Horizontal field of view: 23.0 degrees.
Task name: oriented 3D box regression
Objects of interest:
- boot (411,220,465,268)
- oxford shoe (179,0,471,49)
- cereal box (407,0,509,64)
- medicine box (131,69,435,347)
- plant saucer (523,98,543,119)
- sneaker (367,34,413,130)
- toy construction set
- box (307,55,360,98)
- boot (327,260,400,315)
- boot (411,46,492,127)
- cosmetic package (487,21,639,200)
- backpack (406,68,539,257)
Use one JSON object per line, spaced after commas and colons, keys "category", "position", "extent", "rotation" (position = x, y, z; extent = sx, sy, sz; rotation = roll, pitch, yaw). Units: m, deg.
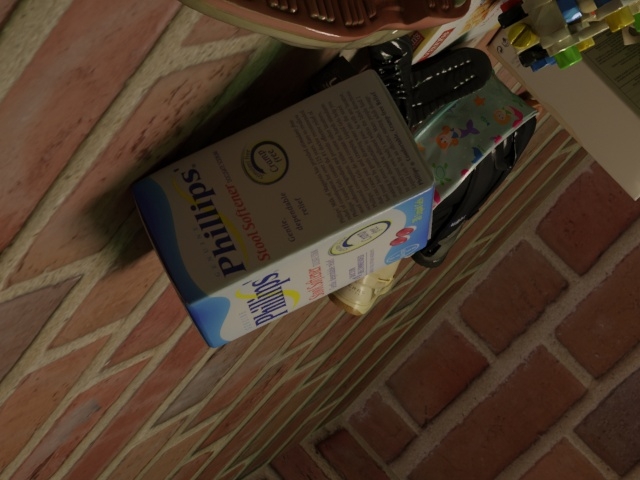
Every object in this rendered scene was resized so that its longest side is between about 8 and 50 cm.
{"category": "boot", "position": [0.228, -0.079, 2.573], "extent": [0.161, 0.083, 0.247], "rotation": [113, 2, -63]}
{"category": "oxford shoe", "position": [-0.024, -0.207, 1.300], "extent": [0.146, 0.141, 0.397], "rotation": [-19, 171, 34]}
{"category": "cereal box", "position": [0.201, -0.307, 1.905], "extent": [0.240, 0.047, 0.173], "rotation": [-30, 166, -49]}
{"category": "medicine box", "position": [-0.035, -0.026, 1.722], "extent": [0.289, 0.149, 0.263], "rotation": [-27, 167, -4]}
{"category": "plant saucer", "position": [0.310, -0.181, 2.777], "extent": [0.200, 0.037, 0.200], "rotation": [-42, 168, -11]}
{"category": "sneaker", "position": [0.085, -0.171, 1.832], "extent": [0.051, 0.089, 0.170], "rotation": [-2, 156, 8]}
{"category": "toy construction set", "position": [0.334, -0.280, 1.877], "extent": [0.215, 0.151, 0.327], "rotation": [-28, 166, 24]}
{"category": "box", "position": [0.023, -0.161, 1.800], "extent": [0.052, 0.062, 0.083], "rotation": [-39, 169, -14]}
{"category": "boot", "position": [0.108, -0.009, 2.573], "extent": [0.203, 0.095, 0.262], "rotation": [-61, 174, 25]}
{"category": "boot", "position": [0.104, -0.190, 1.975], "extent": [0.197, 0.077, 0.137], "rotation": [-17, -166, -10]}
{"category": "cosmetic package", "position": [0.408, -0.225, 2.249], "extent": [0.160, 0.309, 0.113], "rotation": [-31, 165, -43]}
{"category": "backpack", "position": [0.167, -0.122, 2.106], "extent": [0.225, 0.191, 0.253], "rotation": [-39, 176, -30]}
